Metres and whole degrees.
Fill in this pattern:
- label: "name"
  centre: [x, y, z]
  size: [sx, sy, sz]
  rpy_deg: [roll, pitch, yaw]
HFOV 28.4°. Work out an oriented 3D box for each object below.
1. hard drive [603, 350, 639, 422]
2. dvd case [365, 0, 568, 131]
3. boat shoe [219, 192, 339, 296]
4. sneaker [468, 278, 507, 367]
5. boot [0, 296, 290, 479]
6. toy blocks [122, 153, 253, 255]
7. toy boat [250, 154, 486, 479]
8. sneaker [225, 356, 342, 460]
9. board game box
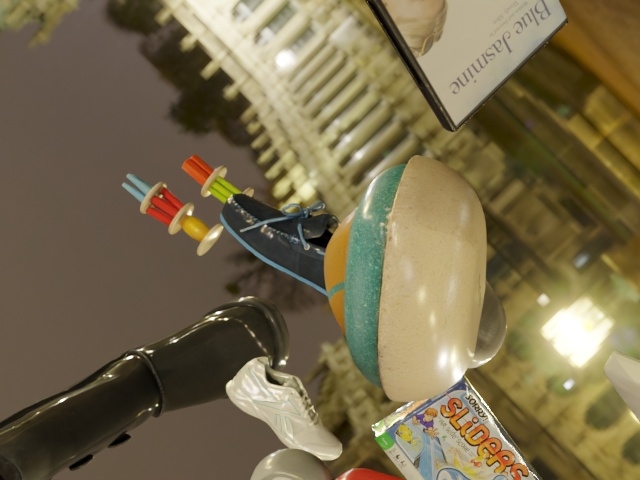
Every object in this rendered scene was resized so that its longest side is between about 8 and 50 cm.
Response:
- label: "hard drive"
  centre: [0.541, 0.252, 1.666]
  size: [0.308, 0.040, 0.203]
  rpy_deg: [23, 165, 39]
- label: "dvd case"
  centre: [0.137, -0.252, 1.254]
  size: [0.022, 0.180, 0.253]
  rpy_deg: [33, 165, 50]
- label: "boat shoe"
  centre: [0.000, 0.000, 1.579]
  size: [0.258, 0.089, 0.109]
  rpy_deg: [28, -154, 7]
- label: "sneaker"
  centre: [0.100, 0.081, 1.327]
  size: [0.105, 0.147, 0.295]
  rpy_deg: [29, -159, -20]
- label: "boot"
  centre: [-0.300, 0.239, 1.854]
  size: [0.445, 0.367, 0.146]
  rpy_deg: [-20, -96, -49]
- label: "toy blocks"
  centre: [-0.185, -0.068, 1.740]
  size: [0.148, 0.123, 0.054]
  rpy_deg: [37, 162, 7]
- label: "toy boat"
  centre: [0.044, 0.087, 1.016]
  size: [0.148, 0.318, 0.267]
  rpy_deg: [9, 156, 11]
- label: "sneaker"
  centre: [-0.033, 0.193, 1.438]
  size: [0.152, 0.061, 0.053]
  rpy_deg: [37, -162, -1]
- label: "board game box"
  centre: [0.176, 0.275, 1.596]
  size: [0.201, 0.136, 0.035]
  rpy_deg: [52, -172, -20]
